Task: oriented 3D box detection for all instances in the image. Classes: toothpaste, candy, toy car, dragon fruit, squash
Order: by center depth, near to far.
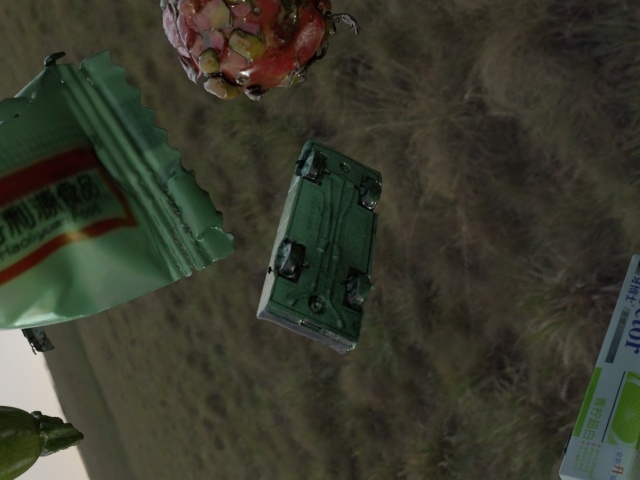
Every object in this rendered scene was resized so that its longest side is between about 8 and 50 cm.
[{"bbox_3d":[-0.298,-0.010,0.750,0.172,0.398,0.262,-8,110,55],"label":"candy"},{"bbox_3d":[-0.324,0.210,0.853,0.105,0.132,0.105,3,95,36],"label":"squash"},{"bbox_3d":[0.390,0.164,1.004,0.081,0.336,0.067,4,143,40],"label":"toothpaste"},{"bbox_3d":[0.000,0.000,1.109,0.097,0.141,0.320,-50,22,45],"label":"toy car"},{"bbox_3d":[-0.125,-0.353,1.315,0.250,0.291,0.269,-36,99,35],"label":"dragon fruit"}]

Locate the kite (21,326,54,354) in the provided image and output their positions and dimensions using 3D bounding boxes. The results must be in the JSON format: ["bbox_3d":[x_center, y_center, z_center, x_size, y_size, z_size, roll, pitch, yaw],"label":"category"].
[{"bbox_3d":[-0.401,0.036,1.031,0.267,0.323,0.013,58,140,28],"label":"kite"}]
